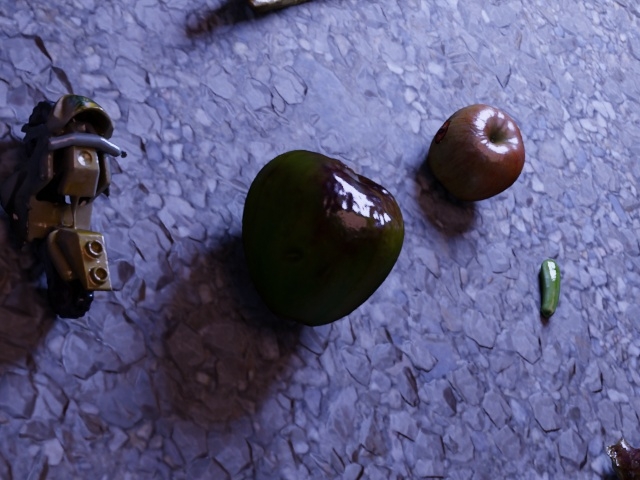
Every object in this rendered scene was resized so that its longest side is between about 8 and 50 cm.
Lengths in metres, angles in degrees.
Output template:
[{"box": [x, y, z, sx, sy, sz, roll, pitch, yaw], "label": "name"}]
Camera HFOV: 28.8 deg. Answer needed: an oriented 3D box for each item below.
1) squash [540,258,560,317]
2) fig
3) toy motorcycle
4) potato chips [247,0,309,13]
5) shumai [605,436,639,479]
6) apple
[{"box": [0.307, 0.064, 1.664, 0.027, 0.027, 0.089, 24, 54, -28], "label": "squash"}, {"box": [0.000, 0.000, 1.349, 0.181, 0.181, 0.191, 30, 73, -24], "label": "fig"}, {"box": [-0.241, -0.045, 1.193, 0.094, 0.130, 0.229, 6, 62, -41], "label": "toy motorcycle"}, {"box": [0.015, -0.349, 1.628, 0.407, 0.080, 0.057, -25, 99, -47], "label": "potato chips"}, {"box": [0.437, 0.300, 1.570, 0.105, 0.123, 0.139, -18, 91, -33], "label": "shumai"}, {"box": [0.205, -0.113, 1.627, 0.126, 0.102, 0.126, 17, 54, -25], "label": "apple"}]
